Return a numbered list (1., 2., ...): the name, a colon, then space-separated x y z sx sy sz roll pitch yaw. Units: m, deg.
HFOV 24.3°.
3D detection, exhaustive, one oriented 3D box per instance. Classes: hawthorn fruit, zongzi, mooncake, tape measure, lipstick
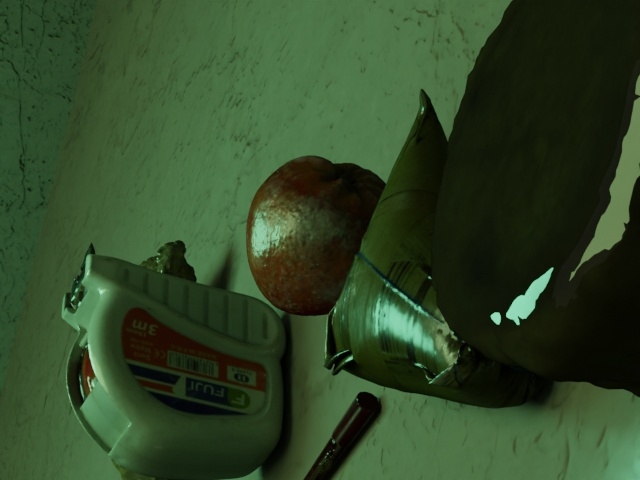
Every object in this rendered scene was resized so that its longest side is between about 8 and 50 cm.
1. hawthorn fruit: 0.000 0.000 1.547 0.173 0.173 0.172 -165 90 -70
2. zongzi: 0.122 -0.003 1.301 0.260 0.123 0.289 -1 71 64
3. mooncake: 0.215 -0.050 0.992 0.324 0.187 0.323 -164 90 -72
4. tape measure: -0.175 0.153 1.748 0.130 0.258 0.265 -51 31 43
5. lipstick: 0.014 0.221 1.550 0.027 0.027 0.176 -97 28 -45

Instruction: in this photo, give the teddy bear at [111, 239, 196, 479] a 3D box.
1. teddy bear: -0.216 0.179 2.034 0.296 0.222 0.246 54 135 7
